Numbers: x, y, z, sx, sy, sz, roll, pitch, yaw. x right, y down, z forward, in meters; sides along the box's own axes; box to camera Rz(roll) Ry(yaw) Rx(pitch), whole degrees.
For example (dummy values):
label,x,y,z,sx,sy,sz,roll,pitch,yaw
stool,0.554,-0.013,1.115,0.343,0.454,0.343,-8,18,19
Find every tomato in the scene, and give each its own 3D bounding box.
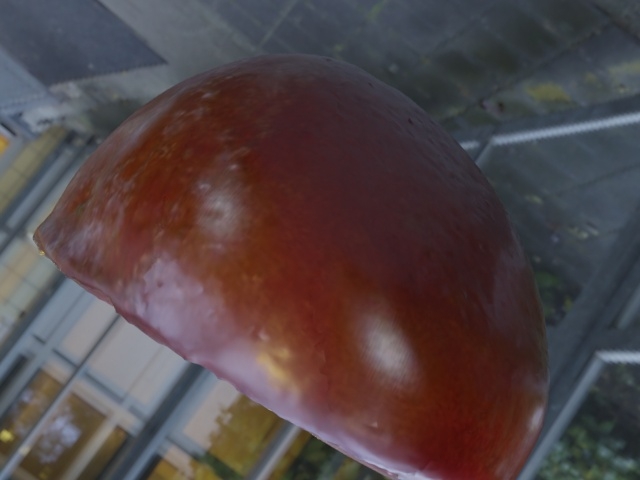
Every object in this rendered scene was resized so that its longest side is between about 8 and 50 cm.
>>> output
label,x,y,z,sx,sy,sz,roll,pitch,yaw
tomato,0.000,0.000,0.507,0.200,0.139,0.233,28,177,-30
